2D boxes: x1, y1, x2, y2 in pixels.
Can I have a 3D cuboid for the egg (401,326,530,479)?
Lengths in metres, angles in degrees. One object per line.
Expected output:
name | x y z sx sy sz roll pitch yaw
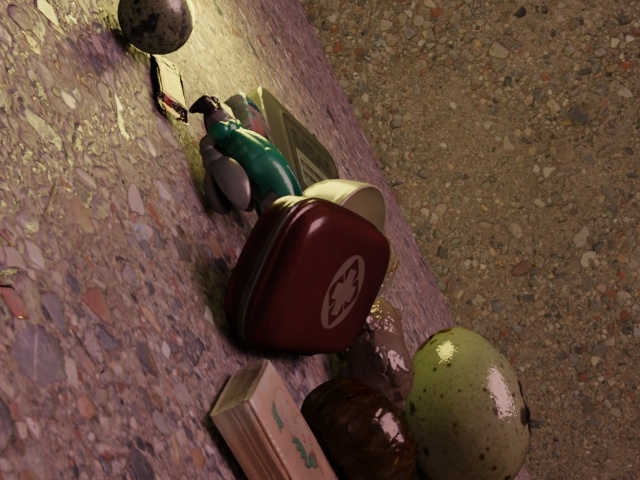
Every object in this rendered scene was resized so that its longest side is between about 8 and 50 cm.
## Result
egg | 0.322 0.386 1.959 0.287 0.287 0.380 34 37 -64

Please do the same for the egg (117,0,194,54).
egg | -0.287 -0.392 1.532 0.132 0.132 0.172 64 -1 6

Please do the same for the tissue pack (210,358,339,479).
tissue pack | -0.032 0.333 1.195 0.326 0.071 0.170 62 10 -9

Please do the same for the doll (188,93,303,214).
doll | -0.142 -0.133 1.580 0.195 0.153 0.258 20 35 -51

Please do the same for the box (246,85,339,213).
box | -0.038 -0.126 1.957 0.367 0.090 0.373 40 31 -54

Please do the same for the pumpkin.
pumpkin | 0.046 0.315 1.340 0.219 0.162 0.219 50 -18 23

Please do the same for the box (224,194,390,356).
box | -0.008 0.067 1.445 0.108 0.263 0.404 24 2 25

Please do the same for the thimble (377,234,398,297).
thimble | 0.112 0.044 2.200 0.143 0.137 0.191 55 30 -38

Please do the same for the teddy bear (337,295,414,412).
teddy bear | 0.109 0.229 1.770 0.267 0.151 0.236 -93 160 -55

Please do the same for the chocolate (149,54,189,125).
chocolate | -0.279 -0.281 1.575 0.086 0.028 0.183 33 32 -47

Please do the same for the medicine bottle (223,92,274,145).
medicine bottle | -0.148 -0.189 1.737 0.119 0.094 0.188 47 20 -53

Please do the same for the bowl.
bowl | 0.000 0.000 1.680 0.145 0.277 0.277 22 -4 25
